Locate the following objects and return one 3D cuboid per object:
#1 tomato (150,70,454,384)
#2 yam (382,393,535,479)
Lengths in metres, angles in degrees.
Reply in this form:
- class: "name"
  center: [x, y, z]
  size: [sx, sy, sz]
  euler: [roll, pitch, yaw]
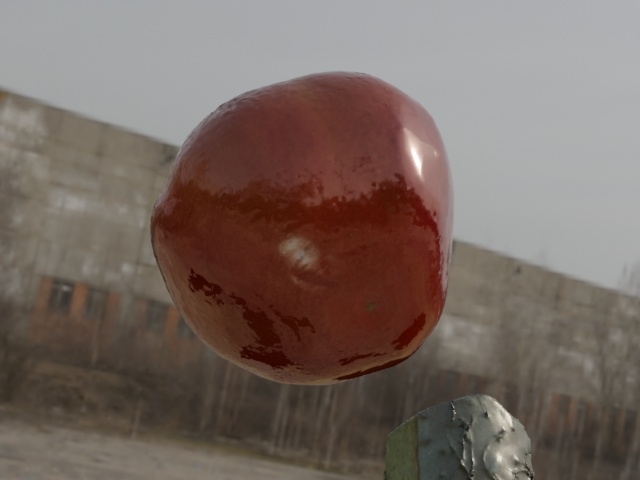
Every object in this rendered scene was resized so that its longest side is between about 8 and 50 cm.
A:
- class: "tomato"
  center: [-0.004, 0.001, 0.942]
  size: [0.259, 0.260, 0.180]
  euler: [16, 19, -37]
- class: "yam"
  center: [0.167, 0.337, 1.501]
  size: [0.201, 0.271, 0.202]
  euler: [4, -21, -22]
